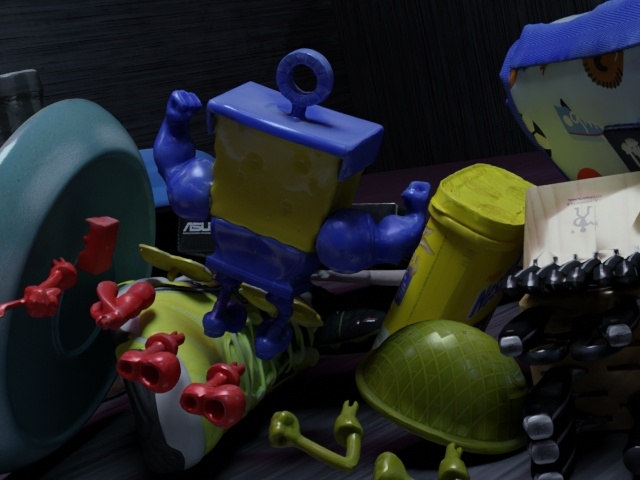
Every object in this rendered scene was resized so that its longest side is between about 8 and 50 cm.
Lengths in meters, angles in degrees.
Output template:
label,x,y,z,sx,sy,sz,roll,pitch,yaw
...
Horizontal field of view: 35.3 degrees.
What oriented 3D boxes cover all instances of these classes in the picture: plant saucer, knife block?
label,x,y,z,sx,sy,sz,roll,pitch,yaw
plant saucer,-0.208,0.044,0.831,0.044,0.317,0.317,14,14,12
knife block,0.196,0.088,0.690,0.088,0.242,0.275,-7,-36,24

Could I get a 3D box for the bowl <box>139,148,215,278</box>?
label,x,y,z,sx,sy,sz,roll,pitch,yaw
bowl,-0.287,0.022,1.310,0.391,0.077,0.391,-26,-17,-9

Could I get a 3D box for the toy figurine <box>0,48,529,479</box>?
label,x,y,z,sx,sy,sz,roll,pitch,yaw
toy figurine,-0.015,-0.010,0.656,0.362,0.217,0.191,21,19,19

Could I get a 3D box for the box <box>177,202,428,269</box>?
label,x,y,z,sx,sy,sz,roll,pitch,yaw
box,0.000,0.000,0.867,0.184,0.045,0.191,-3,-7,19

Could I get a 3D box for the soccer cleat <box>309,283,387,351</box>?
label,x,y,z,sx,sy,sz,roll,pitch,yaw
soccer cleat,-0.003,0.076,1.061,0.179,0.072,0.060,-5,10,45

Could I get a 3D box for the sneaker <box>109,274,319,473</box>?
label,x,y,z,sx,sy,sz,roll,pitch,yaw
sneaker,-0.082,0.083,0.869,0.147,0.145,0.384,-12,9,3

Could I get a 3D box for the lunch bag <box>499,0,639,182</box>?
label,x,y,z,sx,sy,sz,roll,pitch,yaw
lunch bag,0.361,-0.083,0.732,0.385,0.239,0.328,16,-2,-18

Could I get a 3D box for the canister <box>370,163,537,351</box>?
label,x,y,z,sx,sy,sz,roll,pitch,yaw
canister,0.109,0.034,0.807,0.073,0.170,0.126,31,26,19

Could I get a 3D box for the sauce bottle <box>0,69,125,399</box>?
label,x,y,z,sx,sy,sz,roll,pitch,yaw
sauce bottle,-0.284,-0.001,1.045,0.111,0.344,0.111,-14,7,2

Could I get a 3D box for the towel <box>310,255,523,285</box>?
label,x,y,z,sx,sy,sz,roll,pitch,yaw
towel,0.044,0.016,1.186,0.317,0.053,0.332,4,1,-20
